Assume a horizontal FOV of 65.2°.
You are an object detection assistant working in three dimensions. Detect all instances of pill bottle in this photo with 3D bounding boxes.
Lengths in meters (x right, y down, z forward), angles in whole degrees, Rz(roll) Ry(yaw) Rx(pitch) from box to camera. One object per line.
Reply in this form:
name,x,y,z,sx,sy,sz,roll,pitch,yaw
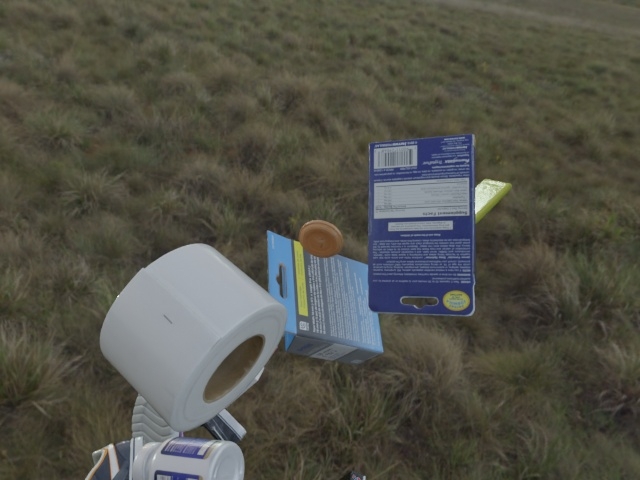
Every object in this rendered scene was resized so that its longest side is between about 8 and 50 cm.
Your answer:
pill bottle,-0.245,0.420,0.915,0.186,0.112,0.112,-5,25,25

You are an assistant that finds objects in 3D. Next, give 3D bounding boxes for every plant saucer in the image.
plant saucer,0.000,0.000,0.921,0.083,0.084,0.013,14,41,7

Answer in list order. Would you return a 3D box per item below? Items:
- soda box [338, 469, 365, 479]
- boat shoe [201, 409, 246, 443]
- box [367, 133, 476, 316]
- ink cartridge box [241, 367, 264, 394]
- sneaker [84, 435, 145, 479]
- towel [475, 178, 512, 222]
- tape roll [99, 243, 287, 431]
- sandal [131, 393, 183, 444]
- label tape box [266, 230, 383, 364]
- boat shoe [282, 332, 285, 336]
soda box,0.073,0.782,1.557,0.053,0.169,0.060,27,37,-11
boat shoe,-0.384,0.565,1.633,0.301,0.108,0.102,39,59,10
box,0.129,-0.018,0.645,0.136,0.226,0.036,-1,-8,20
ink cartridge box,-0.292,0.372,1.495,0.203,0.148,0.086,46,14,-4
sneaker,-0.432,0.571,1.059,0.127,0.126,0.321,-6,29,-18
towel,0.233,-0.014,0.886,0.021,0.237,0.102,43,4,-14
tape roll,-0.193,0.151,0.798,0.169,0.246,0.246,37,40,20
sandal,-0.421,0.567,1.359,0.169,0.417,0.102,2,5,31
label tape box,-0.015,0.144,1.189,0.333,0.106,0.241,20,51,-35
boat shoe,-0.111,0.260,1.509,0.043,0.137,0.049,37,83,11
